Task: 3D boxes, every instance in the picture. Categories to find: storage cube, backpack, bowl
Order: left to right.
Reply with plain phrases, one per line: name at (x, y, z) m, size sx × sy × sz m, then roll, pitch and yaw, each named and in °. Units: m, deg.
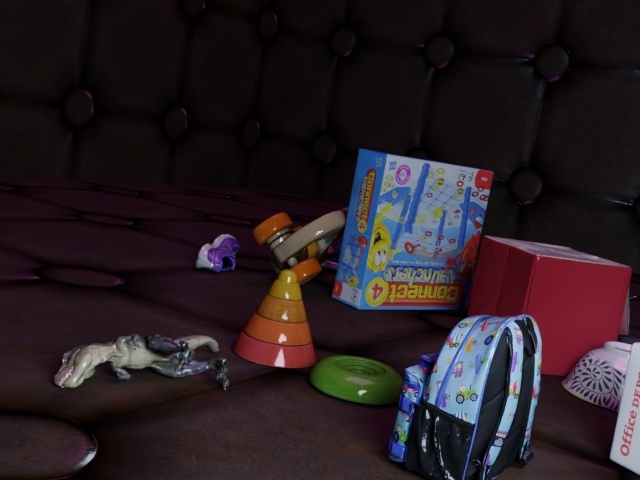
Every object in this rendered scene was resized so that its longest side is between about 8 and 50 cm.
backpack at (0.156, 0.153, 0.818) m, size 0.117 × 0.173 × 0.158 m, roll 15°, pitch 10°, yaw 34°
storage cube at (0.380, 0.110, 1.353) m, size 0.215 × 0.193 × 0.184 m, roll 6°, pitch 8°, yaw -18°
bowl at (0.460, 0.201, 1.206) m, size 0.170 × 0.080 × 0.170 m, roll 11°, pitch 7°, yaw -1°

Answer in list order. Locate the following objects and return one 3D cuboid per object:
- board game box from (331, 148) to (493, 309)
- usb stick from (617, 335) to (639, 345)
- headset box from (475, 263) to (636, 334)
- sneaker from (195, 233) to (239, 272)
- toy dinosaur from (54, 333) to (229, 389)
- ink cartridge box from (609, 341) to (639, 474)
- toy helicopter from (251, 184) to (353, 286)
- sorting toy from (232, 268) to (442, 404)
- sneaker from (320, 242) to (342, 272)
board game box at (0.191, -0.015, 1.614) m, size 0.308 × 0.301 × 0.086 m, roll 3°, pitch 10°, yaw -38°
usb stick at (0.670, 0.214, 1.508) m, size 0.278 × 0.045 × 0.077 m, roll 8°, pitch 9°, yaw -8°
headset box at (0.461, 0.111, 1.572) m, size 0.293 × 0.110 × 0.218 m, roll 0°, pitch 7°, yaw 7°
sneaker at (-0.206, 0.038, 1.684) m, size 0.071 × 0.068 × 0.170 m, roll 26°, pitch 19°, yaw 7°
toy dinosaur at (-0.176, 0.137, 0.945) m, size 0.118 × 0.064 × 0.268 m, roll 7°, pitch 1°, yaw 36°
ink cartridge box at (0.429, 0.208, 0.859) m, size 0.086 × 0.148 × 0.203 m, roll 3°, pitch 9°, yaw -33°
toy helicopter at (0.000, 0.000, 1.698) m, size 0.235 × 0.140 × 0.355 m, roll -33°, pitch -9°, yaw -4°
sorting toy at (0.038, 0.127, 1.039) m, size 0.366 × 0.126 × 0.127 m, roll 15°, pitch 9°, yaw 39°
sneaker at (0.110, 0.011, 1.875) m, size 0.282 × 0.153 × 0.099 m, roll 13°, pitch 8°, yaw 23°
